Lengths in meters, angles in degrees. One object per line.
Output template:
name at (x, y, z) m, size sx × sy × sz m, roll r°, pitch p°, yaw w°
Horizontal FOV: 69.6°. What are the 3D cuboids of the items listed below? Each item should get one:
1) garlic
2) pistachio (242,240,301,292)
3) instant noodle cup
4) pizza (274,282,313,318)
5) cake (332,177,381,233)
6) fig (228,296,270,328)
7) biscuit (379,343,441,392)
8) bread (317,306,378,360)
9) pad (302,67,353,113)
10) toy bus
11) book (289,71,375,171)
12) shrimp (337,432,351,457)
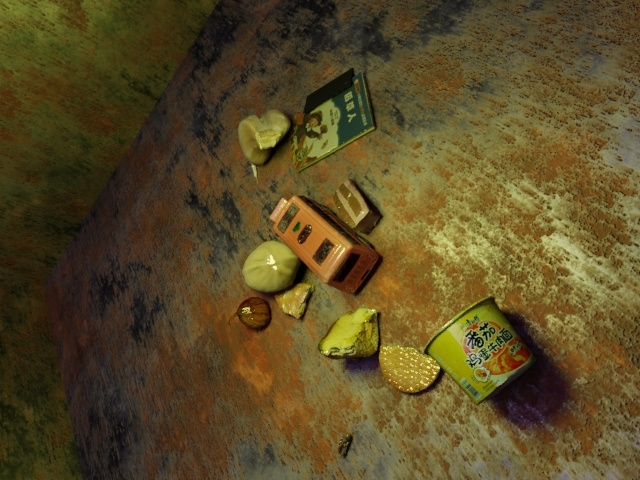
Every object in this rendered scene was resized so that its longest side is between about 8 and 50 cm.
garlic at (-0.254, -0.476, 2.172) m, size 0.246 × 0.231 × 0.340 m, roll 59°, pitch 157°, yaw 16°
pistachio at (-0.208, 0.115, 1.898) m, size 0.332 × 0.226 × 0.207 m, roll -31°, pitch 73°, yaw 50°
instant noodle cup at (0.448, 0.310, 1.275) m, size 0.264 × 0.264 × 0.200 m, roll -48°, pitch 59°, yaw 17°
pizza at (-0.098, 0.247, 1.871) m, size 0.182 × 0.062 × 0.161 m, roll -29°, pitch 52°, yaw 23°
cake at (0.136, -0.134, 1.798) m, size 0.116 × 0.113 × 0.295 m, roll -47°, pitch 38°, yaw 16°
fig at (-0.317, 0.306, 1.938) m, size 0.146 × 0.201 × 0.133 m, roll -8°, pitch 81°, yaw 45°
biscuit at (0.288, 0.421, 1.503) m, size 0.224 × 0.033 × 0.144 m, roll 1°, pitch 78°, yaw 40°
bread at (0.116, 0.351, 1.609) m, size 0.174 × 0.251 × 0.133 m, roll -18°, pitch 108°, yaw 33°
pad at (0.033, -0.668, 2.066) m, size 0.265 × 0.009 × 0.159 m, roll -23°, pitch 39°, yaw 31°
toy bus at (0.000, 0.000, 1.753) m, size 0.427 × 0.233 × 0.203 m, roll 43°, pitch 104°, yaw 39°
book at (0.036, -0.512, 2.024) m, size 0.428 × 0.039 × 0.300 m, roll -25°, pitch 59°, yaw 31°
shrimp at (0.079, 0.700, 1.584) m, size 0.038 × 0.029 × 0.092 m, roll 19°, pitch 91°, yaw 41°
